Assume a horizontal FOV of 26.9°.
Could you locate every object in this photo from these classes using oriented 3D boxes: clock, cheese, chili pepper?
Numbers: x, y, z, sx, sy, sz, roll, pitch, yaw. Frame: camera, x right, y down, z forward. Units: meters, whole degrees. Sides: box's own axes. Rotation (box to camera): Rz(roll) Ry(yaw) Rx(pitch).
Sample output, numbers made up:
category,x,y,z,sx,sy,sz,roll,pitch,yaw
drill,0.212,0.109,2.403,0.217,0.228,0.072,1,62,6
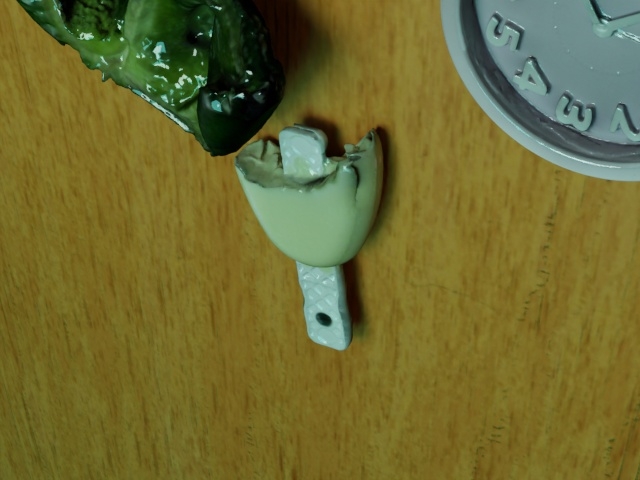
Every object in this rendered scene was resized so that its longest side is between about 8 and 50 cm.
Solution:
category,x,y,z,sx,sy,sz,roll,pitch,yaw
clock,0.172,-0.132,0.785,0.197,0.068,0.196,22,138,21
cheese,0.000,0.001,1.072,0.127,0.049,0.235,14,136,26
chili pepper,-0.127,-0.181,0.967,0.264,0.116,0.148,38,153,3
